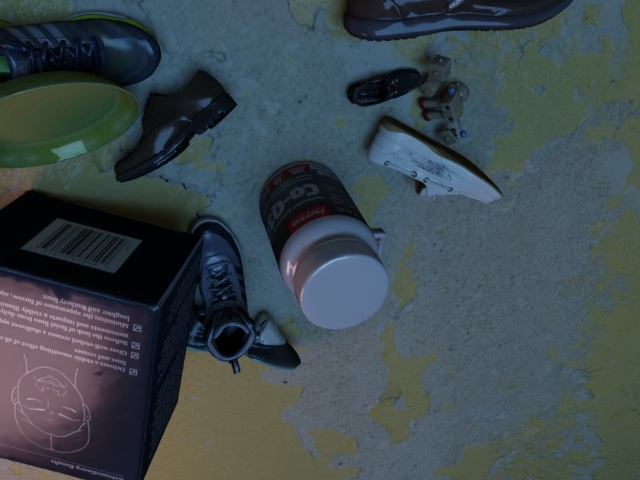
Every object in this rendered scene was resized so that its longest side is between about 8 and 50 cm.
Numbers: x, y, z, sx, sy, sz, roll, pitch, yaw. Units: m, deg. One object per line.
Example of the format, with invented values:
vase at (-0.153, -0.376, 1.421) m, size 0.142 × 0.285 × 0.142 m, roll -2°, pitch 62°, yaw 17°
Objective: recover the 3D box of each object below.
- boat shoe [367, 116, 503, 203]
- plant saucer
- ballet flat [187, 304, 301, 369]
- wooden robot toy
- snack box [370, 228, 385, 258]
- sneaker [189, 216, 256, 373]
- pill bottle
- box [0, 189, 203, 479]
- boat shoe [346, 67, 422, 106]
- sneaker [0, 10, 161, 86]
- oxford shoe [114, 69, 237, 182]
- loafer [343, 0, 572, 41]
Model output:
boat shoe at (0.206, -0.124, 1.013) m, size 0.277 × 0.098 × 0.096 m, roll 25°, pitch 113°, yaw -19°
plant saucer at (-0.368, -0.165, 0.749) m, size 0.240 × 0.241 × 0.037 m, roll -23°, pitch 85°, yaw -2°
ballet flat at (-0.151, 0.190, 1.110) m, size 0.280 × 0.095 × 0.096 m, roll 17°, pitch 101°, yaw -27°
wooden robot toy at (0.221, -0.252, 0.961) m, size 0.079 × 0.076 × 0.173 m, roll -53°, pitch 137°, yaw -25°
snack box at (0.085, 0.058, 1.135) m, size 0.064 × 0.022 × 0.178 m, roll -3°, pitch 123°, yaw -17°
sneaker at (-0.167, 0.096, 0.968) m, size 0.101 × 0.153 × 0.269 m, roll -11°, pitch 104°, yaw -14°
pill bottle at (0.000, 0.000, 0.908) m, size 0.161 × 0.283 × 0.161 m, roll -8°, pitch 124°, yaw -12°
box at (-0.379, 0.166, 0.892) m, size 0.293 × 0.212 × 0.396 m, roll 15°, pitch 119°, yaw -1°
boat shoe at (0.110, -0.254, 0.927) m, size 0.132 × 0.042 × 0.049 m, roll -16°, pitch 123°, yaw -9°
sneaker at (-0.365, -0.236, 0.737) m, size 0.299 × 0.121 × 0.111 m, roll -8°, pitch 125°, yaw -12°
oxford shoe at (-0.242, -0.176, 0.856) m, size 0.227 × 0.083 × 0.096 m, roll -37°, pitch 103°, yaw 11°
loafer at (0.213, -0.382, 0.815) m, size 0.365 × 0.134 × 0.130 m, roll -12°, pitch 125°, yaw -10°
